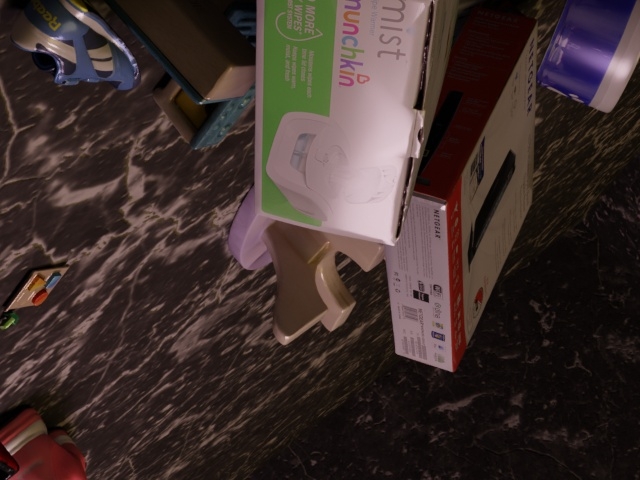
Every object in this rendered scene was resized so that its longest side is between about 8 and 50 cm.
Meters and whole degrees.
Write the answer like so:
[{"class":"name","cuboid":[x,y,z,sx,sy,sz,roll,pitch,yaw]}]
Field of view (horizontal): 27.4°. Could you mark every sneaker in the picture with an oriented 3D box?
[{"class":"sneaker","cuboid":[-0.350,0.317,1.678,0.116,0.136,0.314,-39,166,-10]},{"class":"sneaker","cuboid":[-0.178,-0.141,0.958,0.059,0.053,0.144,-43,158,0]}]

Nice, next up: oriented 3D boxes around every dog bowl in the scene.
[{"class":"dog bowl","cuboid":[0.360,-0.298,1.622,0.265,0.104,0.265,22,90,-84]}]

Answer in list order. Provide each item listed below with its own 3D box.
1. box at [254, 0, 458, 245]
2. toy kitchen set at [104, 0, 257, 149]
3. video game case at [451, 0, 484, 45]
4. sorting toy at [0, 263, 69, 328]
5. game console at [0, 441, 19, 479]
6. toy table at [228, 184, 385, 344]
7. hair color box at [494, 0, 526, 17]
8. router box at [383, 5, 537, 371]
[{"class":"box","cuboid":[0.039,-0.169,0.994,0.262,0.127,0.231,95,11,-52]},{"class":"toy kitchen set","cuboid":[-0.098,-0.127,1.064,0.166,0.122,0.207,-50,164,27]},{"class":"video game case","cuboid":[0.117,-0.229,1.559,0.157,0.019,0.143,-26,159,-50]},{"class":"sorting toy","cuboid":[-0.290,0.058,1.322,0.083,0.012,0.062,-49,165,25]},{"class":"game console","cuboid":[-0.361,0.185,1.235,0.085,0.144,0.124,-41,166,-11]},{"class":"toy table","cuboid":[0.000,0.000,1.638,0.252,0.161,0.274,-38,166,-16]},{"class":"hair color box","cuboid":[0.204,-0.229,1.725,0.167,0.053,0.093,-44,165,3]},{"class":"router box","cuboid":[0.173,-0.058,1.589,0.335,0.082,0.301,80,33,-52]}]
